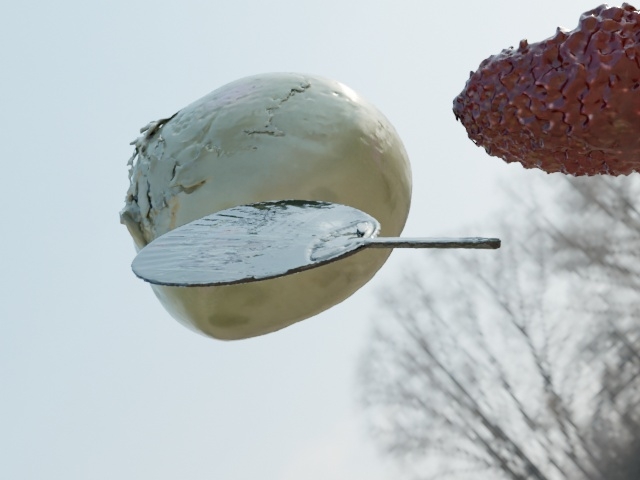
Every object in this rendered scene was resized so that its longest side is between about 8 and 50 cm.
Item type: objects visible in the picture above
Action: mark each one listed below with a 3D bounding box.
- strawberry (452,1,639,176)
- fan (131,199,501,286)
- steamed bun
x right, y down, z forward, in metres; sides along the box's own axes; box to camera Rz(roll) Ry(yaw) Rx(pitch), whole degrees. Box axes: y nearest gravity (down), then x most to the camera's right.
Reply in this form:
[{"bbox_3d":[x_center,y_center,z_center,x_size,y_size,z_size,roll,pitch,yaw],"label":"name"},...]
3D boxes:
[{"bbox_3d":[0.222,-0.099,1.090,0.208,0.167,0.087,-26,25,24],"label":"strawberry"},{"bbox_3d":[-0.032,0.006,1.062,0.223,0.294,0.012,-17,-71,-33],"label":"fan"},{"bbox_3d":[-0.063,-0.067,1.464,0.312,0.333,0.233,-24,-55,13],"label":"steamed bun"}]
